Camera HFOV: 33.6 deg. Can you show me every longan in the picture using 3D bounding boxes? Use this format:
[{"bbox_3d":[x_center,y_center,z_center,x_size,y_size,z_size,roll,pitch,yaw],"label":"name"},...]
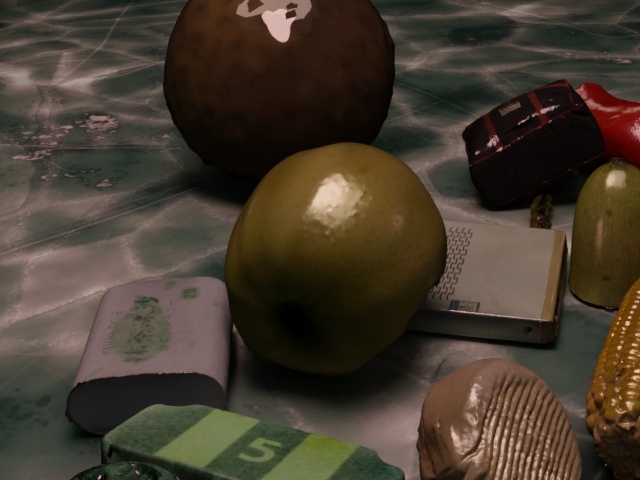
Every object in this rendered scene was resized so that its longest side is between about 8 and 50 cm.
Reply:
[{"bbox_3d":[-0.068,-0.272,1.754,0.391,0.391,0.391,-1,25,1],"label":"longan"}]

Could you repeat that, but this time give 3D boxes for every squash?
[{"bbox_3d":[0.390,-0.016,1.395,0.123,0.187,0.123,1,18,0],"label":"squash"}]

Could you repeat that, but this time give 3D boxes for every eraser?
[{"bbox_3d":[-0.190,0.128,1.230,0.174,0.081,0.227,-3,26,-1],"label":"eraser"}]

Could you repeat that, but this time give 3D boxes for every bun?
[{"bbox_3d":[0.158,0.203,1.005,0.173,0.167,0.113,-19,-14,-47],"label":"bun"}]

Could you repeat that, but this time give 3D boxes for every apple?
[{"bbox_3d":[0.016,0.019,1.246,0.279,0.279,0.279,-1,25,1],"label":"apple"}]

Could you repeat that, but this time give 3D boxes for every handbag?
[{"bbox_3d":[0.337,-0.159,1.711,0.215,0.155,0.169,-27,17,11],"label":"handbag"}]

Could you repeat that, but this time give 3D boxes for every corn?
[{"bbox_3d":[0.369,0.126,1.148,0.130,0.130,0.347,12,30,27],"label":"corn"}]

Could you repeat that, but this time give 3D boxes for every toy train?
[{"bbox_3d":[-0.080,0.253,0.881,0.299,0.167,0.238,12,18,23],"label":"toy train"}]

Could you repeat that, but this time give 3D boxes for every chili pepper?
[{"bbox_3d":[0.533,-0.163,1.745,0.131,0.135,0.338,-27,28,-18],"label":"chili pepper"}]

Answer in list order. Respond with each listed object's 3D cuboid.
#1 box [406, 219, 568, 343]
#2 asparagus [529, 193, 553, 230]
[{"bbox_3d":[0.221,0.051,1.416,0.210,0.045,0.270,4,26,13],"label":"box"},{"bbox_3d":[0.334,-0.029,1.599,0.036,0.030,0.165,15,26,3],"label":"asparagus"}]
